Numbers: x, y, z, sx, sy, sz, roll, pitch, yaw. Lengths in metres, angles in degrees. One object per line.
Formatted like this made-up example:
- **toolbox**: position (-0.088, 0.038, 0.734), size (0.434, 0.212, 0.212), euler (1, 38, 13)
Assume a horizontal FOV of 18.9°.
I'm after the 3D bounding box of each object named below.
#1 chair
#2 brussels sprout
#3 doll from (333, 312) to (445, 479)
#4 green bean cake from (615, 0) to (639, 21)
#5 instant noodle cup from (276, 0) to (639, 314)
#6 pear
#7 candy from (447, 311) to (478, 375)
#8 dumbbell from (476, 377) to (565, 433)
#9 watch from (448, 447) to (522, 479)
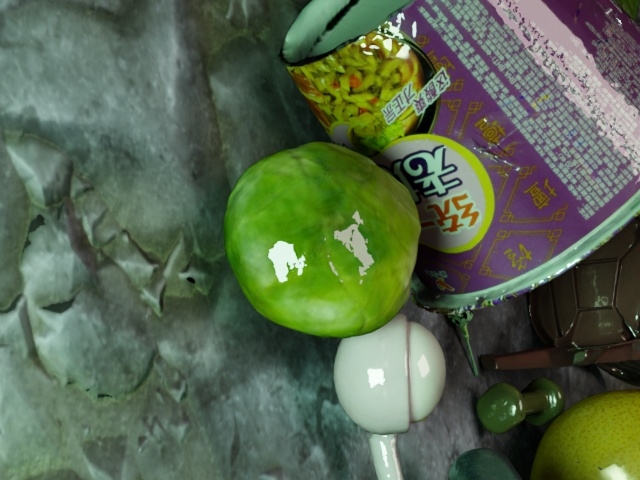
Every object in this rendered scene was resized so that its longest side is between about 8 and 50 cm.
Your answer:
- **chair**: position (0.304, 0.057, 2.022), size (0.326, 0.176, 0.183), euler (11, 76, -54)
- **brussels sprout**: position (0.000, -0.005, 1.572), size (0.180, 0.162, 0.143), euler (-89, -170, -61)
- **doll**: position (0.072, 0.205, 1.634), size (0.160, 0.094, 0.365), euler (26, 57, -84)
- **green bean cake**: position (0.273, -0.332, 2.187), size (0.248, 0.125, 0.222), euler (59, 34, -25)
- **instant noodle cup**: position (0.134, -0.138, 1.714), size (0.266, 0.340, 0.340), euler (48, 38, -19)
- **pear**: position (0.320, 0.244, 1.922), size (0.209, 0.209, 0.208), euler (32, 51, -50)
- **candy**: position (0.146, 0.096, 1.892), size (0.025, 0.023, 0.083), euler (-27, 110, -24)
- **dumbbell**: position (0.201, 0.165, 1.922), size (0.046, 0.052, 0.118), euler (55, 24, 19)
- **watch**: position (0.159, 0.294, 1.694), size (0.193, 0.068, 0.206), euler (-104, -171, -46)
